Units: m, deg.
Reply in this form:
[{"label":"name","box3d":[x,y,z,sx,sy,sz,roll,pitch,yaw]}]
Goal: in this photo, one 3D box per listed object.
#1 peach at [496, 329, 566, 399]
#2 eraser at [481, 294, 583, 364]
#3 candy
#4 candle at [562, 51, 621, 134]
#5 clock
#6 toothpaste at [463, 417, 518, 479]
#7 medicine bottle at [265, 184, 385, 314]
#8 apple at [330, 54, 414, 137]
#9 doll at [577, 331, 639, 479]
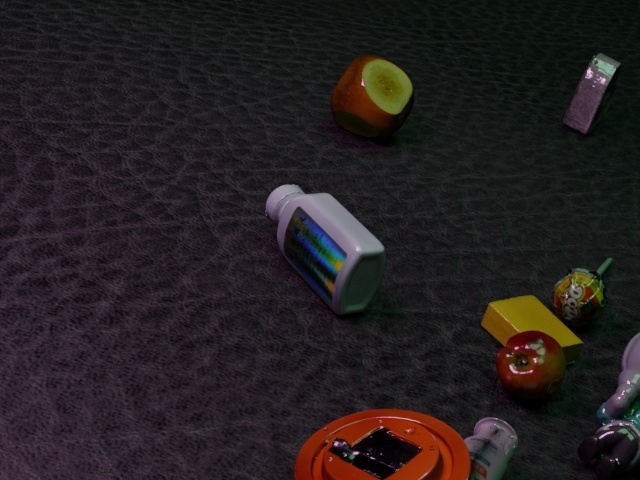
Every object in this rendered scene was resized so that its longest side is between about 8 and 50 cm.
[{"label":"peach","box3d":[0.294,0.175,1.626,0.101,0.100,0.100,13,29,-7]},{"label":"eraser","box3d":[0.316,0.138,1.743,0.097,0.045,0.122,-6,37,-36]},{"label":"candy","box3d":[0.448,0.063,1.920,0.083,0.091,0.305,25,23,17]},{"label":"candle","box3d":[0.595,-0.312,2.574,0.068,0.192,0.168,29,75,18]},{"label":"clock","box3d":[0.071,0.260,1.342,0.205,0.051,0.205,-4,29,2]},{"label":"toothpaste","box3d":[0.145,0.313,1.343,0.100,0.066,0.323,22,34,19]},{"label":"medicine bottle","box3d":[0.000,0.000,1.734,0.083,0.121,0.229,-8,37,-36]},{"label":"apple","box3d":[0.103,-0.273,2.217,0.147,0.163,0.146,29,72,0]},{"label":"doll","box3d":[0.473,0.238,1.562,0.195,0.153,0.258,33,48,3]}]
